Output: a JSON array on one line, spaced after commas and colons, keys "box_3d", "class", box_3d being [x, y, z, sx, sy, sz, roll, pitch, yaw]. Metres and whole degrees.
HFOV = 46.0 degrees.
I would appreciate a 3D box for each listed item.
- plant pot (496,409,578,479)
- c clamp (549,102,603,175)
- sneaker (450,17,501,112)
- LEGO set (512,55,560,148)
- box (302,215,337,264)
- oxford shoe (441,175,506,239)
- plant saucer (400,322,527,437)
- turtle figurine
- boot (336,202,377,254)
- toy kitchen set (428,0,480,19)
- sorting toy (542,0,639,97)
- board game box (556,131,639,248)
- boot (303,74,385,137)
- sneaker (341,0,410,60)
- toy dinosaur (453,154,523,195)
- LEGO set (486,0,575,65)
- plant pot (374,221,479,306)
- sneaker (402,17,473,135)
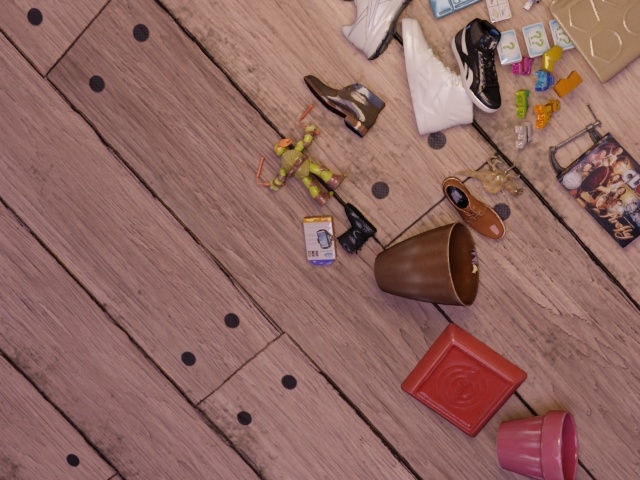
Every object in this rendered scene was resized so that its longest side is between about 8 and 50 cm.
[{"box_3d": [0.579, 0.555, 2.026, 0.180, 0.201, 0.201, -3, 106, 30], "class": "plant pot"}, {"box_3d": [0.631, -0.236, 1.862, 0.160, 0.022, 0.137, -38, 100, 19], "class": "c clamp"}, {"box_3d": [0.383, -0.415, 1.754, 0.121, 0.079, 0.217, -42, 67, 59], "class": "sneaker"}, {"box_3d": [0.529, -0.343, 1.827, 0.087, 0.093, 0.227, 13, 117, 43], "class": "LEGO set"}, {"box_3d": [0.000, 0.000, 2.080, 0.081, 0.028, 0.136, -2, 108, 14], "class": "box"}, {"box_3d": [0.390, -0.072, 1.939, 0.212, 0.076, 0.076, 42, 109, -3], "class": "oxford shoe"}, {"box_3d": [0.393, 0.399, 2.092, 0.259, 0.048, 0.258, 35, 111, 3], "class": "plant saucer"}, {"box_3d": [-0.042, -0.205, 1.996, 0.217, 0.087, 0.269, 38, 111, 1], "class": "turtle figurine"}, {"box_3d": [0.083, -0.029, 2.043, 0.121, 0.045, 0.099, 45, 113, -3], "class": "boot"}, {"box_3d": [0.283, -0.633, 1.748, 0.122, 0.166, 0.207, -20, 100, 18], "class": "toy kitchen set"}, {"box_3d": [0.626, -0.481, 1.734, 0.307, 0.041, 0.229, -38, 98, -1], "class": "sorting toy"}, {"box_3d": [0.725, -0.122, 1.850, 0.243, 0.042, 0.165, 44, 111, -6], "class": "board game box"}, {"box_3d": [0.063, -0.373, 1.942, 0.219, 0.082, 0.106, 43, 89, 3], "class": "boot"}, {"box_3d": [0.154, -0.591, 1.828, 0.129, 0.111, 0.297, 34, 110, 8], "class": "sneaker"}, {"box_3d": [0.434, -0.166, 1.911, 0.183, 0.053, 0.093, 20, 111, 7], "class": "toy dinosaur"}, {"box_3d": [0.484, -0.549, 1.753, 0.182, 0.060, 0.244, -13, 83, 7], "class": "LEGO set"}, {"box_3d": [0.265, 0.073, 1.958, 0.230, 0.215, 0.215, -8, 104, 30], "class": "plant pot"}, {"box_3d": [0.298, -0.415, 1.850, 0.169, 0.108, 0.292, -10, 113, 14], "class": "sneaker"}]
